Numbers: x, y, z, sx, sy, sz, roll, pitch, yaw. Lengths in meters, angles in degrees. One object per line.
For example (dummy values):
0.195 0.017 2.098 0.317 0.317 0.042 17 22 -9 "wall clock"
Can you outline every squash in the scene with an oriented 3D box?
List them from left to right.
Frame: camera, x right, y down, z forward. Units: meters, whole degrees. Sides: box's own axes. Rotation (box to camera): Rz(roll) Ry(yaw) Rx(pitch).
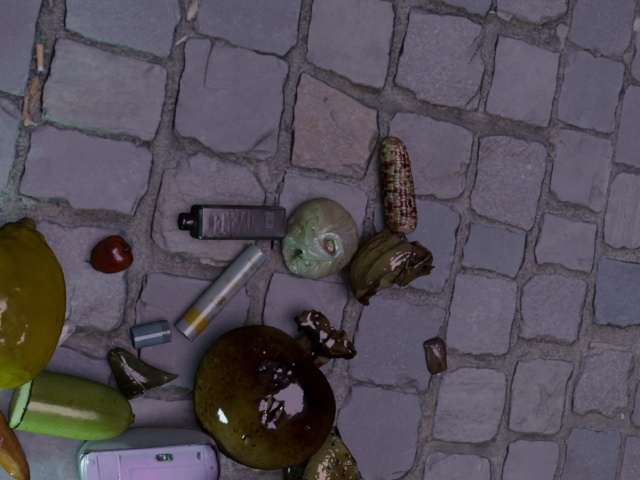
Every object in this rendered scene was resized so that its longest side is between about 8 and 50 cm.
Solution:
-0.515 0.357 1.689 0.247 0.132 0.132 20 85 -28 "squash"

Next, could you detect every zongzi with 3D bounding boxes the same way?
-0.400 0.262 1.770 0.131 0.062 0.154 -21 103 -12 "zongzi"

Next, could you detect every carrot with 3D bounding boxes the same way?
-0.657 0.433 1.660 0.072 0.072 0.205 -31 110 -21 "carrot"

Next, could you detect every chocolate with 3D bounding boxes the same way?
0.314 0.314 2.148 0.065 0.031 0.100 -11 100 -21 "chocolate"

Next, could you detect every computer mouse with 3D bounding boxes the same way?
-0.376 0.493 1.765 0.311 0.072 0.158 -3 107 -2 "computer mouse"

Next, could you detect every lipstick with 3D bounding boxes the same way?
-0.227 0.118 1.850 0.264 0.059 0.059 -48 112 -15 "lipstick"

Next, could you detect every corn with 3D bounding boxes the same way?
0.197 -0.138 2.025 0.086 0.086 0.253 -9 97 -25 "corn"

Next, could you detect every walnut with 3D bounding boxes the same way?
0.155 0.058 1.980 0.204 0.141 0.238 -40 157 16 "walnut"

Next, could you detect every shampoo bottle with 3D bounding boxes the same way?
-0.204 -0.042 1.837 0.246 0.079 0.080 0 92 -26 "shampoo bottle"

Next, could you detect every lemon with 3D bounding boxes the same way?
-0.627 0.133 1.539 0.286 0.285 0.316 -2 117 -26 "lemon"

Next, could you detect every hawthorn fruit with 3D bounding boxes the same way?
-0.457 0.035 1.726 0.093 0.081 0.081 -25 107 8 "hawthorn fruit"

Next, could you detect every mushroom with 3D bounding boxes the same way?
-0.123 0.327 1.850 0.334 0.356 0.331 -38 117 21 "mushroom"

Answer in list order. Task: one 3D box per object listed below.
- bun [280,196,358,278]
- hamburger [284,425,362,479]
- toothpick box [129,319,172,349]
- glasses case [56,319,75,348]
0.000 0.000 1.916 0.193 0.128 0.178 -40 111 -16 "bun"
0.007 0.595 1.941 0.192 0.168 0.287 -26 105 -25 "hamburger"
-0.379 0.210 1.786 0.083 0.052 0.052 -10 98 -24 "toothpick box"
-0.561 0.206 1.712 0.083 0.021 0.032 -46 109 -16 "glasses case"
